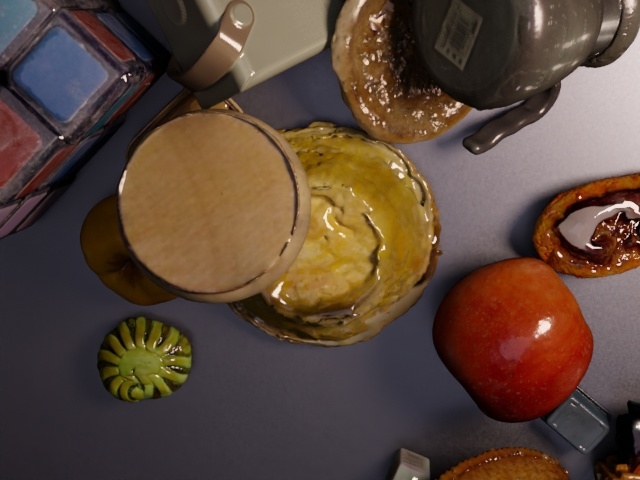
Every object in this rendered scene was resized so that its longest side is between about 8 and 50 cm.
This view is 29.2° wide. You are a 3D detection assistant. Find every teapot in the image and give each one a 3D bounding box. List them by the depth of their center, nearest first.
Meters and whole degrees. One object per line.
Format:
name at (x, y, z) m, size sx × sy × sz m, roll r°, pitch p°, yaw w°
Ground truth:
teapot at (0.289, -0.260, 1.590) m, size 0.285 × 0.223 × 0.305 m, roll -17°, pitch 109°, yaw -36°

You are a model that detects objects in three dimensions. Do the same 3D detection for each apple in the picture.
apple at (0.264, 0.134, 1.691) m, size 0.201 × 0.218 × 0.218 m, roll -32°, pitch 97°, yaw 5°

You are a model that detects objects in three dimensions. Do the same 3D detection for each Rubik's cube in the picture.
Rubik's cube at (-0.446, -0.221, 1.604) m, size 0.359 × 0.362 × 0.363 m, roll -43°, pitch 97°, yaw 8°

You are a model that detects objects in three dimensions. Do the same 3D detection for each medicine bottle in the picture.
medicine bottle at (0.125, 0.362, 1.795) m, size 0.055 × 0.118 × 0.074 m, roll 24°, pitch 103°, yaw -2°

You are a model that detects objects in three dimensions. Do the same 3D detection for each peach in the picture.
peach at (-0.254, 0.012, 1.740) m, size 0.179 × 0.103 × 0.179 m, roll 16°, pitch 134°, yaw 17°

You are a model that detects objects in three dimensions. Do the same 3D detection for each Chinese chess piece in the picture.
Chinese chess piece at (-0.140, -0.045, 1.609) m, size 0.257 × 0.104 × 0.257 m, roll 0°, pitch 85°, yaw 6°

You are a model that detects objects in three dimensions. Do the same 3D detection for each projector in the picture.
projector at (-0.100, -0.294, 1.616) m, size 0.242 × 0.163 × 0.177 m, roll -32°, pitch 99°, yaw -29°

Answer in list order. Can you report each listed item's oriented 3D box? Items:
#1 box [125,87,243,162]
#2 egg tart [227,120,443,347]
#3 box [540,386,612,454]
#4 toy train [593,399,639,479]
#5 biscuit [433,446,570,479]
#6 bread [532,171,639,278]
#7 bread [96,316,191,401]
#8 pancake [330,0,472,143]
box at (-0.188, -0.142, 1.724) m, size 0.177 × 0.111 × 0.111 m, roll -44°, pitch 95°, yaw 11°
egg tart at (0.000, 0.000, 1.728) m, size 0.345 × 0.132 × 0.345 m, roll 1°, pitch 99°, yaw 4°
box at (0.373, 0.262, 1.788) m, size 0.099 × 0.054 × 0.074 m, roll 40°, pitch 100°, yaw -4°
toy train at (0.577, 0.320, 1.735) m, size 0.369 × 0.163 × 0.231 m, roll 3°, pitch 89°, yaw 4°
biscuit at (0.237, 0.423, 1.779) m, size 0.305 × 0.038 × 0.305 m, roll -11°, pitch 119°, yaw -20°
bread at (0.426, -0.033, 1.714) m, size 0.269 × 0.095 × 0.139 m, roll -25°, pitch 101°, yaw -5°
bread at (-0.262, 0.180, 1.813) m, size 0.139 × 0.071 × 0.130 m, roll 11°, pitch 98°, yaw 2°
pancake at (0.132, -0.266, 1.650) m, size 0.282 × 0.049 × 0.282 m, roll -11°, pitch 114°, yaw -25°
